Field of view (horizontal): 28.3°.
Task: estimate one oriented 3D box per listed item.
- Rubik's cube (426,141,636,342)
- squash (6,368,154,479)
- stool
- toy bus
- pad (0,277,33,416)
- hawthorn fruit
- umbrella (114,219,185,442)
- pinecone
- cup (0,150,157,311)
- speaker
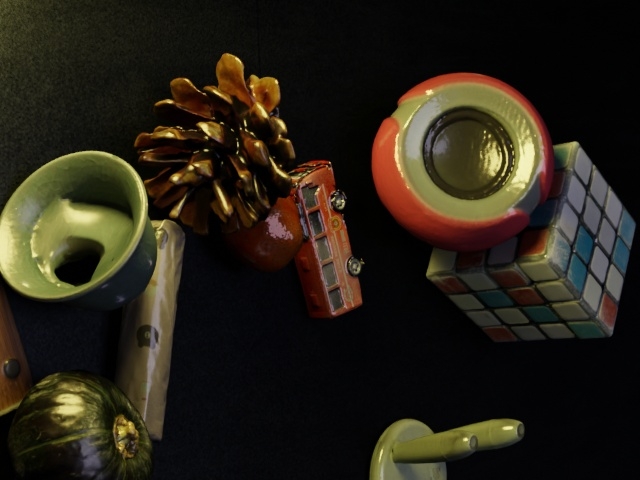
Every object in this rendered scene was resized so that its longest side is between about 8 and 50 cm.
[{"bbox_3d":[0.375,0.010,2.242,0.259,0.253,0.256,44,52,-39],"label":"Rubik's cube"},{"bbox_3d":[-0.280,0.247,1.492,0.193,0.156,0.193,26,51,-38],"label":"squash"},{"bbox_3d":[0.210,0.386,2.034,0.195,0.198,0.195,-1,88,-52],"label":"stool"},{"bbox_3d":[0.000,0.000,1.934,0.096,0.073,0.235,-27,106,-42],"label":"toy bus"},{"bbox_3d":[-0.462,0.095,1.402,0.284,0.018,0.286,-27,104,-49],"label":"pad"},{"bbox_3d":[-0.084,-0.018,1.801,0.128,0.128,0.128,10,77,-50],"label":"hawthorn fruit"},{"bbox_3d":[-0.226,0.139,1.635,0.067,0.073,0.337,19,71,-46],"label":"umbrella"},{"bbox_3d":[-0.139,-0.117,1.667,0.201,0.202,0.229,-25,63,-21],"label":"pinecone"},{"bbox_3d":[-0.271,0.014,1.540,0.150,0.199,0.199,57,43,-56],"label":"cup"},{"bbox_3d":[0.226,-0.120,2.062,0.294,0.294,0.294,10,77,-50],"label":"speaker"}]
